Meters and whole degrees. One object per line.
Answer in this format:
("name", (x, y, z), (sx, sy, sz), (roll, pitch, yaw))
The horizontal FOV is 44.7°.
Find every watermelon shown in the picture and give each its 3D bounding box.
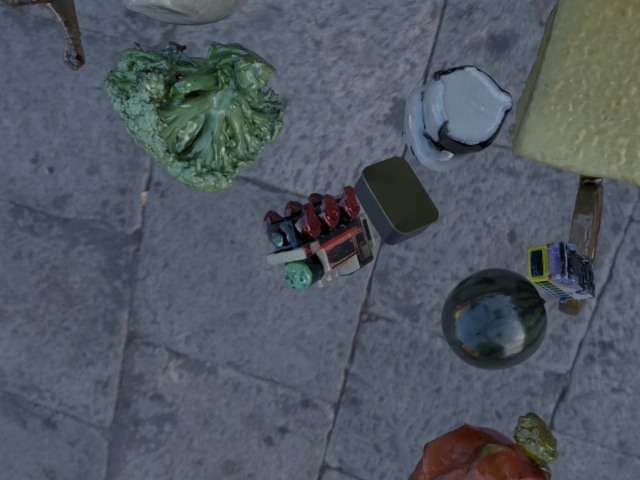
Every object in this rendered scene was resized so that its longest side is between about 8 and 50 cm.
("watermelon", (0.351, 0.157, 1.572), (0.212, 0.212, 0.212), (5, 110, 13))

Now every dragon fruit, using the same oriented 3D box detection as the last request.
("dragon fruit", (0.301, 0.483, 1.411), (0.189, 0.291, 0.290), (29, 124, 54))

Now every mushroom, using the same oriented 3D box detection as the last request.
("mushroom", (-0.498, -0.446, 1.514), (0.148, 0.227, 0.217), (15, 138, 32))
("mushroom", (-0.102, -0.288, 0.767), (0.128, 0.350, 0.128), (8, 120, 14))

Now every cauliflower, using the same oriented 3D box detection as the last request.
("cauliflower", (-0.179, -0.224, 1.209), (0.272, 0.275, 0.250), (42, 126, -16))

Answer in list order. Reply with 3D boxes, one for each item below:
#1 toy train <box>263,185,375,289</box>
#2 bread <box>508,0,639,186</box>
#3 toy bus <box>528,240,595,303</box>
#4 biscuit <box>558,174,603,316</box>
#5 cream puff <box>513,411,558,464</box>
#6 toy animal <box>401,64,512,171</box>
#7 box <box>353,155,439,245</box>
("toy train", (0.000, 0.000, 0.734), (0.050, 0.138, 0.087), (-11, 99, 34))
("bread", (0.276, -0.179, 0.629), (0.185, 0.114, 0.274), (17, 124, 11))
("toy bus", (0.295, 0.040, 0.951), (0.058, 0.102, 0.052), (-10, 66, 35))
("biscuit", (0.545, -0.011, 1.605), (0.063, 0.367, 0.314), (11, 107, 18))
("cream puff", (0.347, 0.325, 1.266), (0.083, 0.083, 0.058), (35, 130, -25))
("toy animal", (0.261, -0.241, 1.602), (0.165, 0.235, 0.187), (-1, 79, -22))
("box", (0.185, -0.096, 1.953), (0.201, 0.144, 0.090), (59, 150, 14))
